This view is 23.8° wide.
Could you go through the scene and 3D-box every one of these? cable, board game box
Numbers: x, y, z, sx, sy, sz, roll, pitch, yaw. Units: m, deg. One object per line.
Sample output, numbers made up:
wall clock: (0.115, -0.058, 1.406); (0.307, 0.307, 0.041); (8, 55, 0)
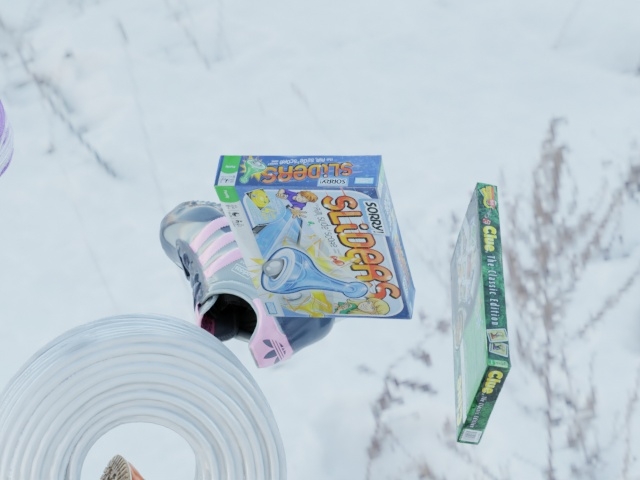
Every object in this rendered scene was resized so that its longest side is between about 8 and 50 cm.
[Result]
cable: (-0.156, 0.192, 1.260); (0.257, 0.257, 0.089); (-13, 8, -10)
board game box: (0.169, 0.075, 1.632); (0.030, 0.136, 0.260); (9, 47, -8)
board game box: (0.000, 0.000, 1.285); (0.136, 0.201, 0.035); (0, 56, 14)

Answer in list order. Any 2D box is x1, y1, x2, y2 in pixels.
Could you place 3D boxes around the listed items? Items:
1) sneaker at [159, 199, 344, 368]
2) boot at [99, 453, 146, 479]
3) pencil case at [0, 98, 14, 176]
sneaker: (-0.110, 0.045, 1.665); (0.131, 0.112, 0.319); (-39, 33, -23)
boot: (-0.208, 0.312, 1.772); (0.059, 0.084, 0.158); (-55, 35, 9)
pencil case: (-0.312, -0.094, 1.309); (0.086, 0.088, 0.206); (-50, 4, -10)
